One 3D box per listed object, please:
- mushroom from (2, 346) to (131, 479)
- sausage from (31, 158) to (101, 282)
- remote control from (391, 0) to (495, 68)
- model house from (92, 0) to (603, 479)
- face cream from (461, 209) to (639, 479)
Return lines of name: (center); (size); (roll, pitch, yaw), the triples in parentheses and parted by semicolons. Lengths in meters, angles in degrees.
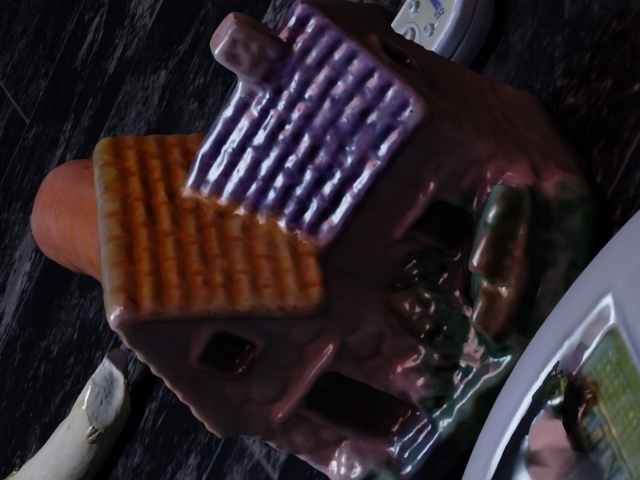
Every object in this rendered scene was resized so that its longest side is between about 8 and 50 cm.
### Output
mushroom: (-0.223, 0.185, 1.508); (0.209, 0.071, 0.084); (-53, -1, 24)
sausage: (-0.202, -0.019, 1.588); (0.259, 0.113, 0.114); (17, 85, 65)
remote control: (0.047, -0.088, 1.201); (0.244, 0.047, 0.087); (-57, 29, 21)
model house: (0.000, 0.000, 0.989); (0.237, 0.237, 0.202); (-53, 26, 29)
face cream: (0.166, 0.121, 0.559); (0.357, 0.219, 0.312); (-59, 27, 26)
